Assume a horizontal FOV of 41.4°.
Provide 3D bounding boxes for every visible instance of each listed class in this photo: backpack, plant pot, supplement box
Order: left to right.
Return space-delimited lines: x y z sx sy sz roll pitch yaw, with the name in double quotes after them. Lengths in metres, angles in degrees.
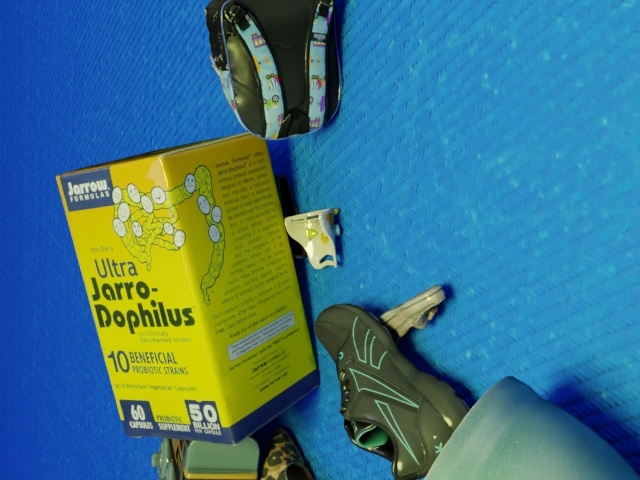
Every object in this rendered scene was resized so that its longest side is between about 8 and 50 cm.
-0.164 0.057 1.096 0.194 0.195 0.356 -6 101 35 "supplement box"
-0.055 -0.216 1.037 0.117 0.158 0.173 30 131 60 "backpack"
0.179 0.283 0.676 0.196 0.293 0.293 24 117 26 "plant pot"

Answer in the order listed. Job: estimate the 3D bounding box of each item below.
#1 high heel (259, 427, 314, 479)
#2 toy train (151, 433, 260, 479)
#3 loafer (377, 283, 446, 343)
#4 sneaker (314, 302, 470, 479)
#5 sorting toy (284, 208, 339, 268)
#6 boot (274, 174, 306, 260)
0.017 0.326 1.105 0.186 0.093 0.261 -39 43 22 "high heel"
-0.168 0.314 1.253 0.334 0.142 0.190 -137 56 -72 "toy train"
0.106 0.083 0.940 0.039 0.045 0.125 60 149 5 "loafer"
0.056 0.161 0.939 0.267 0.106 0.101 39 157 48 "sneaker"
0.000 0.000 1.083 0.083 0.045 0.075 -6 97 56 "sorting toy"
-0.113 -0.055 1.229 0.207 0.090 0.248 -28 70 42 "boot"
